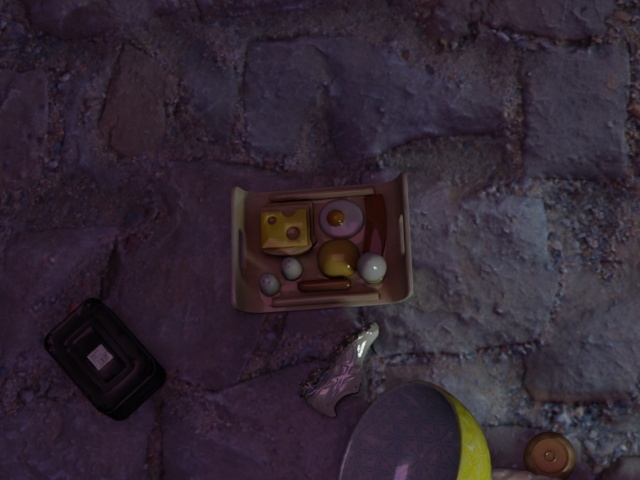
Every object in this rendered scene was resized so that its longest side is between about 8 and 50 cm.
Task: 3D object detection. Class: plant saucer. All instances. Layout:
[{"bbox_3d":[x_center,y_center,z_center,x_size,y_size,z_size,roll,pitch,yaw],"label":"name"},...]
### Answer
[{"bbox_3d":[0.367,0.346,1.922,0.083,0.015,0.083,-2,72,7],"label":"plant saucer"}]

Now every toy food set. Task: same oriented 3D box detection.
[{"bbox_3d":[0.000,0.000,2.036,0.306,0.092,0.220,-4,73,5],"label":"toy food set"}]

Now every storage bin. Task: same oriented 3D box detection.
[{"bbox_3d":[-0.362,0.200,2.024,0.122,0.084,0.180,-42,72,-7],"label":"storage bin"}]

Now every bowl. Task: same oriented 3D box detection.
[{"bbox_3d":[0.172,0.374,1.847,0.156,0.289,0.289,24,73,-30],"label":"bowl"}]

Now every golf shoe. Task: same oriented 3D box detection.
[{"bbox_3d":[0.047,0.214,1.989,0.086,0.069,0.176,44,85,-3],"label":"golf shoe"}]

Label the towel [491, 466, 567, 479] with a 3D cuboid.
[{"bbox_3d":[0.401,0.531,1.840,0.331,0.053,0.317,10,75,9],"label":"towel"}]
